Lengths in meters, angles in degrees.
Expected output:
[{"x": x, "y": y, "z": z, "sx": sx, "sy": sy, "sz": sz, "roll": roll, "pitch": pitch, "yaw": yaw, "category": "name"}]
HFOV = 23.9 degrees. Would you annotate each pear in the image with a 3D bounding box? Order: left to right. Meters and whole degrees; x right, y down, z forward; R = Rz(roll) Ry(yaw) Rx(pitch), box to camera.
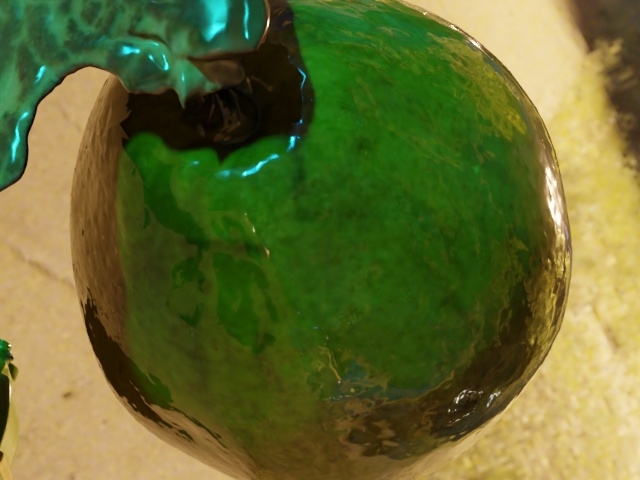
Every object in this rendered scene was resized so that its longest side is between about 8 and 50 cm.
[{"x": 0.000, "y": 0.000, "z": 0.619, "sx": 0.269, "sy": 0.212, "sz": 0.212, "roll": 65, "pitch": 6, "yaw": -67, "category": "pear"}]

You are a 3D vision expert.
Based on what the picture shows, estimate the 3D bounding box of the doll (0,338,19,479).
[{"x": -0.190, "y": 0.132, "z": 0.744, "sx": 0.106, "sy": 0.134, "sz": 0.186, "roll": 92, "pitch": -13, "yaw": -62, "category": "doll"}]

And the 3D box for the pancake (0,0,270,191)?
[{"x": -0.150, "y": -0.041, "z": 0.509, "sx": 0.033, "sy": 0.286, "sz": 0.288, "roll": 53, "pitch": 30, "yaw": -62, "category": "pancake"}]
